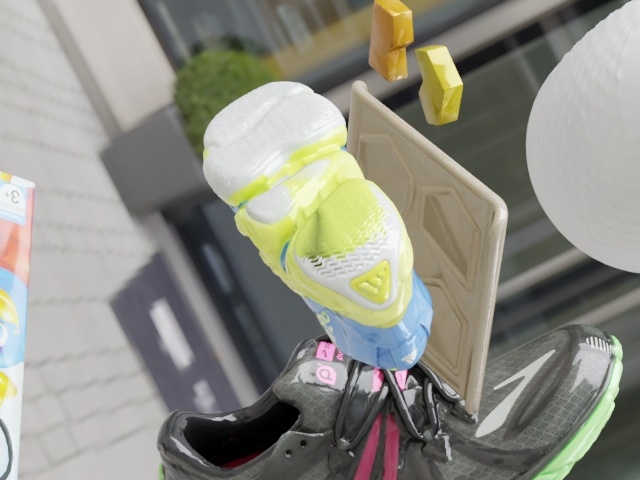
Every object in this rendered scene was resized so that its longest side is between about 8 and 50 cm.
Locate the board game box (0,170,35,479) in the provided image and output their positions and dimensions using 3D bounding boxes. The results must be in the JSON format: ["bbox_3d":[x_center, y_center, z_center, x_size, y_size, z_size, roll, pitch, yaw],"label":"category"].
[{"bbox_3d":[-0.278,0.091,1.164,0.142,0.144,0.275,20,58,-36],"label":"board game box"}]

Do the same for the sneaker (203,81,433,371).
[{"bbox_3d":[0.000,0.000,1.134,0.126,0.091,0.240,65,-2,-34],"label":"sneaker"}]

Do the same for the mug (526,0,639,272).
[{"bbox_3d":[0.402,-0.163,1.912,0.276,0.374,0.328,33,-11,0],"label":"mug"}]

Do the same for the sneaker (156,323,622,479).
[{"bbox_3d":[0.058,0.180,1.811,0.185,0.483,0.202,-86,154,-64],"label":"sneaker"}]

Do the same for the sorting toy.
[{"bbox_3d":[0.089,-0.035,1.559,0.229,0.041,0.307,47,-36,42],"label":"sorting toy"}]
